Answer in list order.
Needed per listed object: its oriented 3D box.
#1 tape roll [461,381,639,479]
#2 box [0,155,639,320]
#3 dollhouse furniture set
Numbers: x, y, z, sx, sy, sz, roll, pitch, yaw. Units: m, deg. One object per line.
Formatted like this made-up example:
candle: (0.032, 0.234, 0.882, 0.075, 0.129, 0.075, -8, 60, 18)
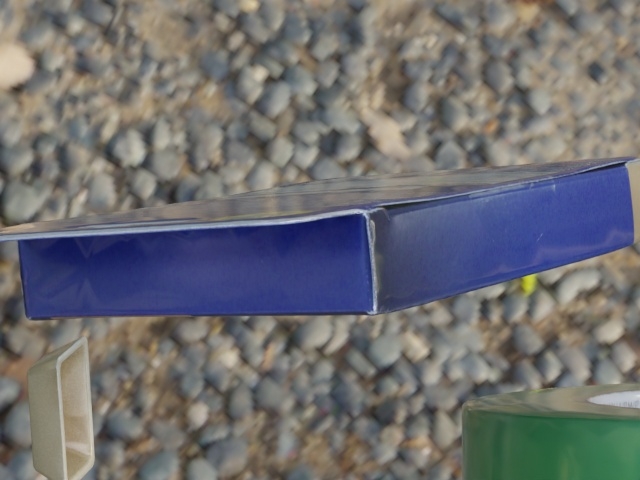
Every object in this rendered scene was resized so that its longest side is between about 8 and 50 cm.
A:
tape roll: (0.214, 0.094, 0.703, 0.321, 0.321, 0.077, -1, 89, -23)
box: (0.000, 0.000, 0.620, 0.225, 0.136, 0.036, -9, 95, -55)
dollhouse furniture set: (-0.095, 0.109, 0.819, 0.081, 0.114, 0.091, 5, 19, 17)
